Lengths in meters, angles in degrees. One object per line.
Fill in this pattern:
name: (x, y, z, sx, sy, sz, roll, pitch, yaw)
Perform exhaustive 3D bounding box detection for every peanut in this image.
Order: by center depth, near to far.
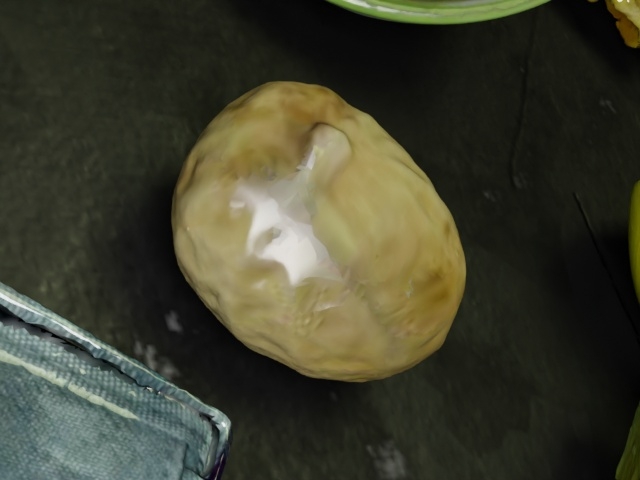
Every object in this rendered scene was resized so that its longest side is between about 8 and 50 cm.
peanut: (0.000, 0.000, 0.741, 0.159, 0.109, 0.140, 51, 48, -22)

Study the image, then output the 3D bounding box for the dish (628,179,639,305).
dish: (0.295, 0.059, 0.930, 0.262, 0.108, 0.221, 22, 1, 33)

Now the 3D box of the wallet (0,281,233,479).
wallet: (-0.174, 0.145, 0.484, 0.237, 0.075, 0.342, 31, 45, -16)

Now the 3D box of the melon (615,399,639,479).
melon: (0.208, 0.222, 0.766, 0.196, 0.124, 0.323, 36, 39, -9)

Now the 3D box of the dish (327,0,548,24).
dish: (0.051, -0.281, 0.932, 0.324, 0.124, 0.324, 0, 89, -11)

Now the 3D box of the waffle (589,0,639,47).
waffle: (0.257, -0.255, 1.224, 0.302, 0.068, 0.325, 53, 37, 0)
